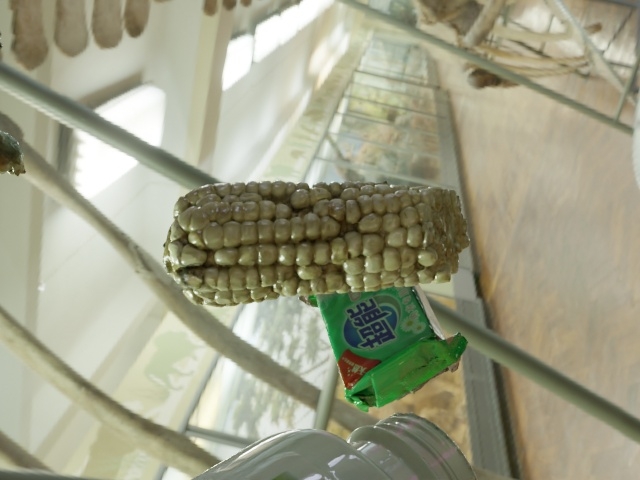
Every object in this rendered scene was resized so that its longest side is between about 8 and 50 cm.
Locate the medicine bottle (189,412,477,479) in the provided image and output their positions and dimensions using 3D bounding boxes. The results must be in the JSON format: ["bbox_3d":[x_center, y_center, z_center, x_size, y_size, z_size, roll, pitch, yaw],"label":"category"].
[{"bbox_3d":[-0.032,0.233,0.495,0.324,0.179,0.124,-24,-46,-36],"label":"medicine bottle"}]

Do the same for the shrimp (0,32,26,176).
[{"bbox_3d":[-0.403,-0.169,0.898,0.161,0.049,0.166,41,-125,-41],"label":"shrimp"}]

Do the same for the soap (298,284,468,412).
[{"bbox_3d":[0.088,0.127,1.160,0.218,0.098,0.273,-36,34,12],"label":"soap"}]

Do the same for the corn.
[{"bbox_3d":[0.000,0.000,0.503,0.087,0.211,0.086,-3,-90,-87],"label":"corn"}]
